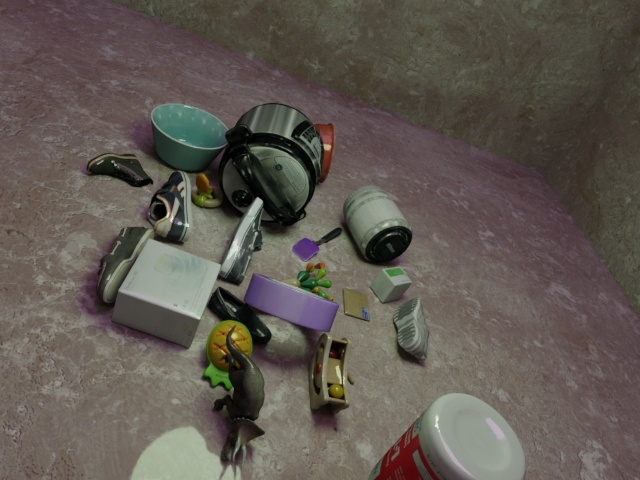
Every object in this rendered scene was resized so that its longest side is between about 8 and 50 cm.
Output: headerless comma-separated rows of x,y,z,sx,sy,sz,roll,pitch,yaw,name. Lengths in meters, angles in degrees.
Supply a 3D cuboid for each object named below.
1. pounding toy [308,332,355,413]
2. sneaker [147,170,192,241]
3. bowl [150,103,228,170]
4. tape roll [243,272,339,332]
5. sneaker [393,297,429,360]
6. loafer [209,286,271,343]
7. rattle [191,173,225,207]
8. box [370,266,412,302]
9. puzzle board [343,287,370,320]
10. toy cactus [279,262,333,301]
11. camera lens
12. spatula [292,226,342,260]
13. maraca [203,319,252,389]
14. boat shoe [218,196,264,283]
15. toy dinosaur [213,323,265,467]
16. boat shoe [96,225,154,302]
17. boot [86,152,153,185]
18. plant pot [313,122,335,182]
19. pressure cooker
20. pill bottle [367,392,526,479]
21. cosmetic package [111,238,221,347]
0.060,0.365,1.501,0.154,0.154,0.270,16,36,-17,pounding toy
-0.515,-0.136,1.779,0.127,0.126,0.321,13,38,-30,sneaker
-0.527,-0.388,2.065,0.311,0.163,0.312,19,34,-13,bowl
-0.086,0.183,1.554,0.274,0.090,0.275,21,-4,2,tape roll
0.326,0.311,1.836,0.115,0.105,0.281,52,27,-19,sneaker
-0.235,0.222,1.548,0.223,0.078,0.076,36,35,12,loafer
-0.389,-0.212,1.961,0.199,0.143,0.130,-18,36,-39,rattle
0.263,0.164,1.949,0.101,0.102,0.087,-5,48,-40,box
0.126,0.227,1.854,0.096,0.011,0.128,19,36,-15,puzzle board
-0.053,0.154,1.770,0.180,0.112,0.219,-1,43,-8,toy cactus
0.229,-0.064,2.116,0.219,0.219,0.274,5,41,-30,camera lens
0.000,0.000,2.042,0.084,0.030,0.296,38,36,18,spatula
-0.251,0.307,1.418,0.127,0.099,0.186,16,62,-14,maraca
-0.239,0.000,1.738,0.102,0.108,0.301,28,62,-16,boat shoe
-0.183,0.368,1.285,0.121,0.314,0.160,10,-1,-41,toy dinosaur
-0.581,0.062,1.504,0.095,0.112,0.335,12,31,-1,boat shoe
-0.699,-0.239,1.838,0.137,0.077,0.197,47,39,18,boot
-0.101,-0.408,2.322,0.264,0.272,0.272,7,39,-15,plant pot
-0.185,-0.269,1.959,0.369,0.376,0.420,17,38,-7,pressure cooker
0.245,0.546,1.168,0.229,0.408,0.229,19,35,-14,pill bottle
-0.425,0.143,1.462,0.224,0.138,0.224,20,38,-9,cosmetic package
